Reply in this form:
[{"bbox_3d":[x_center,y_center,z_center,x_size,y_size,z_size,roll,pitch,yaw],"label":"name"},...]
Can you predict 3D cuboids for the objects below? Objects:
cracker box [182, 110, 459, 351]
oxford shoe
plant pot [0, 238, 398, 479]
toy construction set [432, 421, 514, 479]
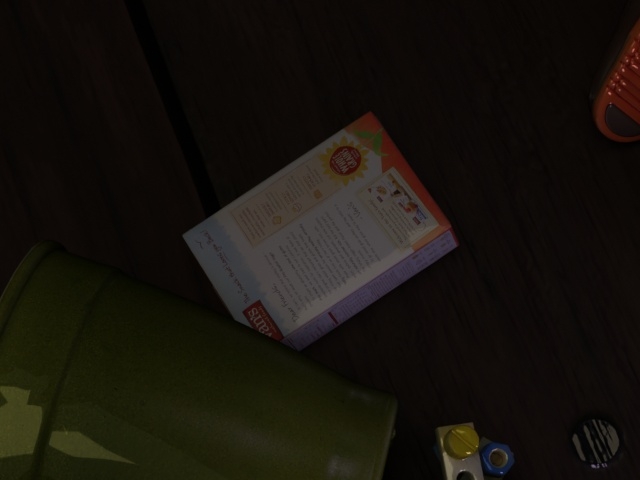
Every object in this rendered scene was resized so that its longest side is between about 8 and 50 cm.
[{"bbox_3d":[0.000,0.000,1.755,0.232,0.067,0.155,-33,68,0],"label":"cracker box"},{"bbox_3d":[0.367,-0.263,1.751,0.363,0.130,0.133,-56,37,-1],"label":"oxford shoe"},{"bbox_3d":[-0.121,0.216,1.586,0.353,0.366,0.366,13,76,5],"label":"plant pot"},{"bbox_3d":[0.160,0.343,1.564,0.215,0.151,0.327,19,85,-7],"label":"toy construction set"}]
